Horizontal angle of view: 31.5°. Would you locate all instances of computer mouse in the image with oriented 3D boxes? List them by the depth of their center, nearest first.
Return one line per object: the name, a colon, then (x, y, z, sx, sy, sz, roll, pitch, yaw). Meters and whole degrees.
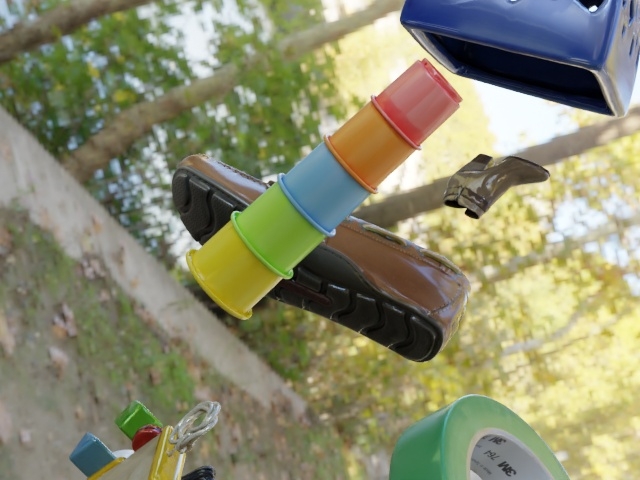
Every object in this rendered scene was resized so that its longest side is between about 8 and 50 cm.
computer mouse: (-0.212, 0.281, 1.371, 0.193, 0.106, 0.042, 42, 38, -61)

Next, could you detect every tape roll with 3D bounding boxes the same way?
tape roll: (0.205, 0.332, 1.253, 0.321, 0.077, 0.321, 39, 33, -31)

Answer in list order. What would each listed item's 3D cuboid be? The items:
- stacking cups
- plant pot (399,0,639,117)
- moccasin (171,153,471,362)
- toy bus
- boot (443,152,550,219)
stacking cups: (0.003, -0.061, 1.142, 0.096, 0.316, 0.096, 43, 11, -10)
plant pot: (0.251, -0.284, 1.267, 0.236, 0.235, 0.212, 21, 88, -67)
moccasin: (0.001, -0.002, 1.345, 0.139, 0.380, 0.147, 103, 13, -47)
toy bus: (-0.141, 0.224, 0.846, 0.104, 0.191, 0.202, 49, -29, -18)
boot: (0.211, -0.063, 1.388, 0.087, 0.118, 0.042, -55, 136, -22)
